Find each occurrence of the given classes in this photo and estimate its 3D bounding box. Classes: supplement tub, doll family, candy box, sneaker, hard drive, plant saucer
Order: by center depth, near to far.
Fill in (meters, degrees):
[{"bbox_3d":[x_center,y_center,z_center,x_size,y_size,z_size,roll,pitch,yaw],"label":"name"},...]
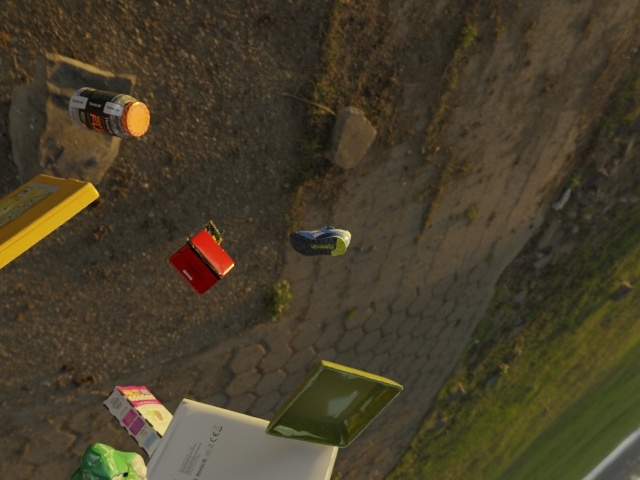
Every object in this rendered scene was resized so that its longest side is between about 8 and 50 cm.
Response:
[{"bbox_3d":[0.021,0.289,0.897,0.188,0.045,0.188,23,116,-30],"label":"plant saucer"},{"bbox_3d":[-0.165,0.462,0.975,0.047,0.352,0.233,83,23,-44],"label":"hard drive"},{"bbox_3d":[0.000,0.000,1.066,0.059,0.144,0.053,-47,133,-48],"label":"sneaker"},{"bbox_3d":[-0.573,-0.346,1.357,0.117,0.190,0.117,14,90,-72],"label":"supplement tub"},{"bbox_3d":[-0.534,0.550,1.528,0.071,0.233,0.159,-52,159,-4],"label":"candy box"},{"bbox_3d":[-0.414,0.025,1.746,0.192,0.076,0.111,-35,123,-9],"label":"doll family"}]

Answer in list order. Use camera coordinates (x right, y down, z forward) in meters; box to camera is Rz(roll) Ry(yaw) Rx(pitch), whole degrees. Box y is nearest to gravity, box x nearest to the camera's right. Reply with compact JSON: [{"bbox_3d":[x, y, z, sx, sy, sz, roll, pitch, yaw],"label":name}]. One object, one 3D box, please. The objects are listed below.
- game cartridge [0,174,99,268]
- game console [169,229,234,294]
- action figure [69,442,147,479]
[{"bbox_3d":[-0.687,-0.048,1.125,0.285,0.323,0.053,-47,127,-29],"label":"game cartridge"},{"bbox_3d":[-0.349,0.064,1.466,0.124,0.144,0.085,-39,-172,5],"label":"game console"},{"bbox_3d":[-0.161,0.230,0.366,0.137,0.063,0.232,-38,147,-52],"label":"action figure"}]
